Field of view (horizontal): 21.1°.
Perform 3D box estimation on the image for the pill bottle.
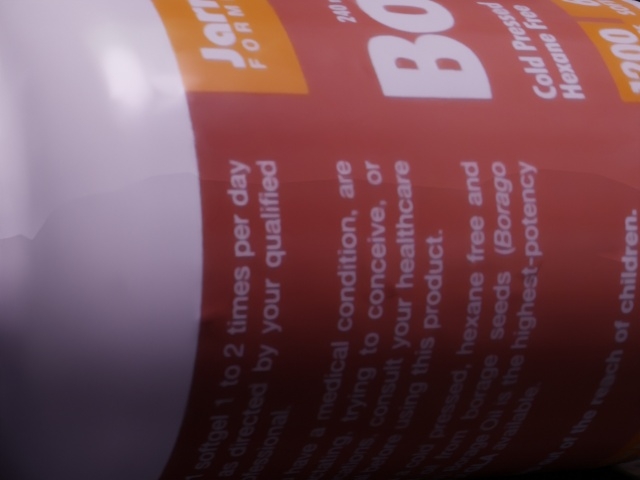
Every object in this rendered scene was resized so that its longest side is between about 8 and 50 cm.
[{"bbox_3d":[-0.016,-0.001,0.395,0.216,0.121,0.121,-1,12,-28],"label":"pill bottle"}]
